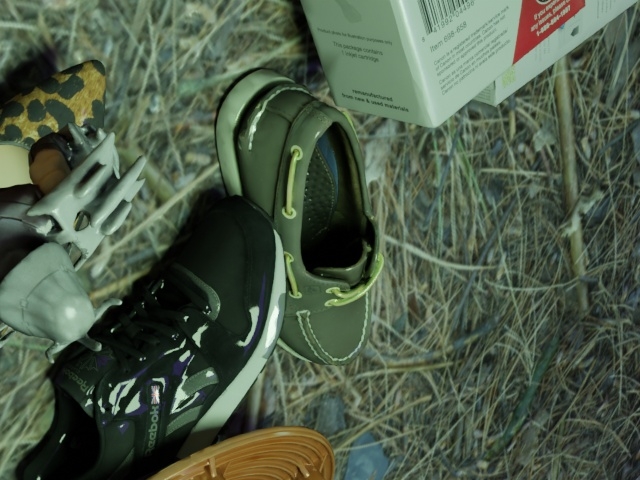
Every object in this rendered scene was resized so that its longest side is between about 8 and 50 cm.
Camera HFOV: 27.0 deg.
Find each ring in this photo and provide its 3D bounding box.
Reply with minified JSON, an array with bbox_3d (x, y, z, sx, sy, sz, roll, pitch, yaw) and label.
[{"bbox_3d":[-0.120,0.273,1.065,0.337,0.032,0.336,-30,151,-18],"label":"ring"}]

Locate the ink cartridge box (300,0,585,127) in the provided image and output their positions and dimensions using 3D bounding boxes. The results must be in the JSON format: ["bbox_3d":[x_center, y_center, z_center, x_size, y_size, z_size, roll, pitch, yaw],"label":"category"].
[{"bbox_3d":[0.073,-0.253,0.979,0.197,0.114,0.272,-40,128,-29],"label":"ink cartridge box"}]

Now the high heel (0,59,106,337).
[{"bbox_3d":[-0.194,0.003,0.784,0.093,0.186,0.261,34,87,-14],"label":"high heel"}]

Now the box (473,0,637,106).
[{"bbox_3d":[0.235,-0.298,1.232,0.322,0.058,0.232,-35,135,-31],"label":"box"}]

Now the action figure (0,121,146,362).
[{"bbox_3d":[-0.198,-0.008,0.689,0.185,0.285,0.099,-41,138,-27],"label":"action figure"}]

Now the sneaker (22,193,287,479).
[{"bbox_3d":[-0.125,0.094,0.994,0.124,0.107,0.283,19,96,-48],"label":"sneaker"}]

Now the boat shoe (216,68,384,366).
[{"bbox_3d":[-0.003,0.003,1.091,0.109,0.091,0.305,-41,138,-27],"label":"boat shoe"}]
